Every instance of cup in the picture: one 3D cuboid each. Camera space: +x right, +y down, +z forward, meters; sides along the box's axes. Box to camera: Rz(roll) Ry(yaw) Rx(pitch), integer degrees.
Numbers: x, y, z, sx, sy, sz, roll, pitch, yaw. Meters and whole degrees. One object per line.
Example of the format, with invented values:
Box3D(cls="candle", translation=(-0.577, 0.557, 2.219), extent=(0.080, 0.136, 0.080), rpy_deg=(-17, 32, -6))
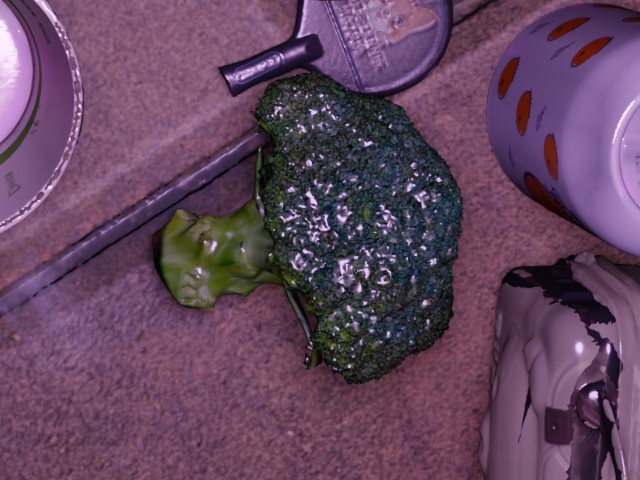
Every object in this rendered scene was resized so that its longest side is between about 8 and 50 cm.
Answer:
Box3D(cls="cup", translation=(0.290, -0.103, 1.806), extent=(0.212, 0.317, 0.212), rpy_deg=(-1, 100, -8))
Box3D(cls="cup", translation=(-0.340, -0.141, 1.729), extent=(0.253, 0.274, 0.253), rpy_deg=(-2, 102, -10))

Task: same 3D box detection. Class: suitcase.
Box3D(cls="suitcase", translation=(0.253, 0.200, 1.847), extent=(0.194, 0.339, 0.352), rpy_deg=(1, 101, -9))

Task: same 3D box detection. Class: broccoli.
Box3D(cls="broccoli", translation=(0.000, 0.000, 1.838), extent=(0.297, 0.297, 0.298), rpy_deg=(-22, 105, 28))

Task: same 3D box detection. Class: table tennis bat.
Box3D(cls="table tennis bat", translation=(0.016, -0.197, 1.898), extent=(0.236, 0.027, 0.150), rpy_deg=(-23, 103, -6))
